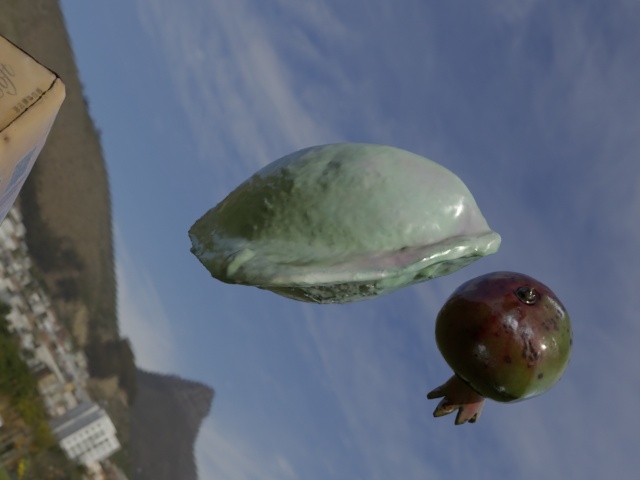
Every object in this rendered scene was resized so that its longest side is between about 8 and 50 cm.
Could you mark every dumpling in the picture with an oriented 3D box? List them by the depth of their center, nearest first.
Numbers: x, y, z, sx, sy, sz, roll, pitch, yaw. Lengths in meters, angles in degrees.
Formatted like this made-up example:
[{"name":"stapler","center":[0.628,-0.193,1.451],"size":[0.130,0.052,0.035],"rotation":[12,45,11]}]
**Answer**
[{"name":"dumpling","center":[0.006,0.004,0.682],"size":[0.217,0.149,0.105],"rotation":[6,-38,31]}]

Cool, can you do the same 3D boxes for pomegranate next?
[{"name":"pomegranate","center":[0.159,0.098,0.978],"size":[0.159,0.129,0.129],"rotation":[-33,-95,39]}]

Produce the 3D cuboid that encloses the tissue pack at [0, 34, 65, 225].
[{"name":"tissue pack","center":[-0.345,-0.025,0.633],"size":[0.238,0.305,0.238],"rotation":[9,-56,13]}]
